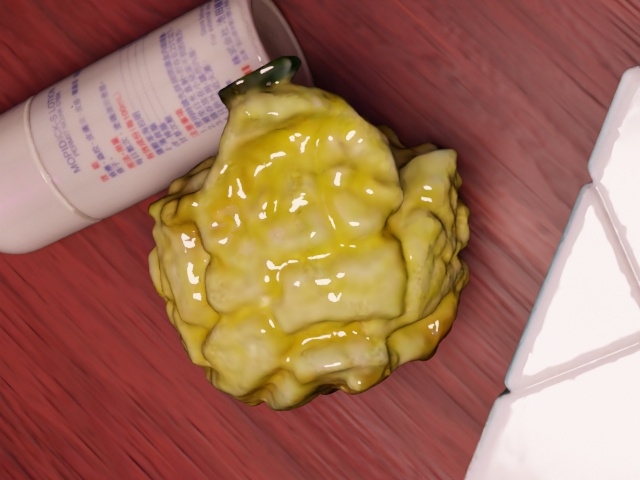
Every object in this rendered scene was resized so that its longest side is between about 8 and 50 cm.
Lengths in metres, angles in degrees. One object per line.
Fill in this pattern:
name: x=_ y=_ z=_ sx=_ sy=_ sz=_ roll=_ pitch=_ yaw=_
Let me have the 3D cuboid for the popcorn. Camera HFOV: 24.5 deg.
popcorn: x=0.004 y=0.008 z=1.194 sx=0.293 sy=0.293 sz=0.237 roll=-33 pitch=81 yaw=16

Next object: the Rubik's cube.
Rubik's cube: x=0.323 y=0.077 z=1.065 sx=0.319 sy=0.316 sz=0.321 roll=22 pitch=101 yaw=14

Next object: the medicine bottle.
medicine bottle: x=-0.179 y=-0.095 z=1.304 sx=0.341 sy=0.130 sz=0.130 roll=-26 pitch=86 yaw=16
